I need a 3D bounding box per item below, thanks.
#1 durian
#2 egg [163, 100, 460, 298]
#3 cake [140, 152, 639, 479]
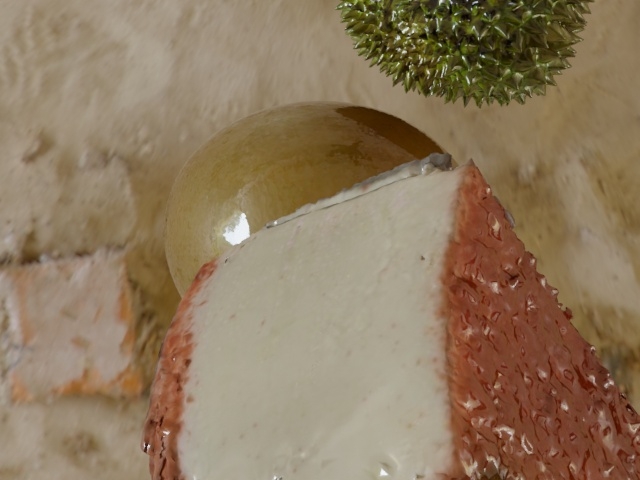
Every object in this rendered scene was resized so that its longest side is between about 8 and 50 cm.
[{"bbox_3d":[0.163,-0.263,1.741,0.291,0.224,0.291,0,85,-2],"label":"durian"},{"bbox_3d":[0.000,0.000,1.684,0.351,0.283,0.282,16,112,37],"label":"egg"},{"bbox_3d":[0.057,0.121,0.699,0.158,0.159,0.262,-24,115,34],"label":"cake"}]
